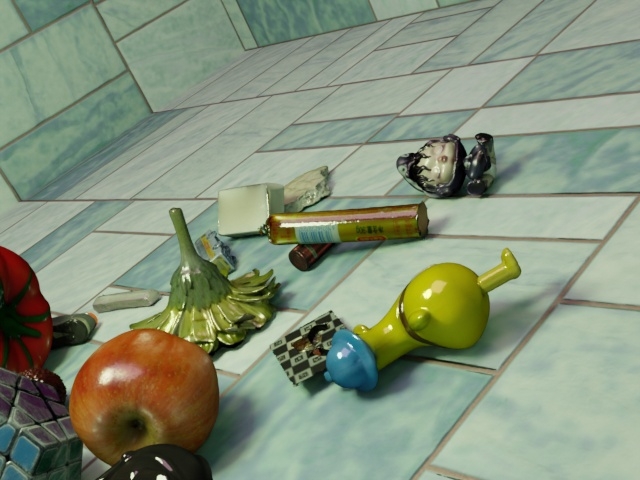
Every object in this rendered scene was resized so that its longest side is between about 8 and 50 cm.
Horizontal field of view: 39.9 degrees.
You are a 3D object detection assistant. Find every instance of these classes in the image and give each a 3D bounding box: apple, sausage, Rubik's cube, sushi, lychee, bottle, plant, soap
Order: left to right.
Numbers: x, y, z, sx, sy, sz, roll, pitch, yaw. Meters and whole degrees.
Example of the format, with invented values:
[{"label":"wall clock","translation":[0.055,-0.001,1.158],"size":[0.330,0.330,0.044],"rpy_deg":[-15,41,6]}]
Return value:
[{"label":"Rubik's cube","translation":[-0.553,0.370,1.464],"size":[0.319,0.319,0.264],"rpy_deg":[-34,-1,-18]},{"label":"lychee","translation":[-0.577,0.319,1.795],"size":[0.123,0.123,0.129],"rpy_deg":[-19,-10,15]},{"label":"apple","translation":[-0.284,0.257,1.475],"size":[0.242,0.242,0.241],"rpy_deg":[-20,22,14]},{"label":"plant","translation":[-0.223,0.108,1.789],"size":[0.261,0.297,0.306],"rpy_deg":[34,41,30]},{"label":"soap","translation":[-0.175,-0.075,2.189],"size":[0.183,0.121,0.063],"rpy_deg":[-6,-7,39]},{"label":"sushi","translation":[-0.006,0.199,1.562],"size":[0.139,0.031,0.201],"rpy_deg":[-29,20,-6]},{"label":"bottle","translation":[0.000,0.000,1.943],"size":[0.060,0.060,0.164],"rpy_deg":[1,35,47]},{"label":"sausage","translation":[0.038,-0.029,1.850],"size":[0.371,0.082,0.082],"rpy_deg":[-3,30,20]}]

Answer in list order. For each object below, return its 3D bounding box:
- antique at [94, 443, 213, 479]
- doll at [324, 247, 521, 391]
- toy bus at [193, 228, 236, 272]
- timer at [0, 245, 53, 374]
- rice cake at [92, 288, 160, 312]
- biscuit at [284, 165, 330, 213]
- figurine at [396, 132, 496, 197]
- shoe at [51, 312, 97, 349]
[{"label":"antique","translation":[-0.256,0.401,1.203],"size":[0.255,0.185,0.322],"rpy_deg":[-24,20,7]},{"label":"doll","translation":[0.162,0.134,1.424],"size":[0.363,0.145,0.199],"rpy_deg":[-32,-13,8]},{"label":"toy bus","translation":[-0.257,0.034,2.131],"size":[0.075,0.064,0.190],"rpy_deg":[-41,24,-3]},{"label":"timer","translation":[-0.773,0.192,1.924],"size":[0.279,0.378,0.378],"rpy_deg":[-11,26,15]},{"label":"rice cake","translation":[-0.474,0.146,2.149],"size":[0.206,0.036,0.047],"rpy_deg":[-10,40,32]},{"label":"biscuit","translation":[-0.055,-0.121,2.274],"size":[0.188,0.040,0.265],"rpy_deg":[-7,30,41]},{"label":"figurine","translation":[0.277,-0.162,1.922],"size":[0.222,0.145,0.145],"rpy_deg":[4,36,33]},{"label":"shoe","translation":[-0.619,0.213,2.123],"size":[0.194,0.074,0.077],"rpy_deg":[-9,17,29]}]
